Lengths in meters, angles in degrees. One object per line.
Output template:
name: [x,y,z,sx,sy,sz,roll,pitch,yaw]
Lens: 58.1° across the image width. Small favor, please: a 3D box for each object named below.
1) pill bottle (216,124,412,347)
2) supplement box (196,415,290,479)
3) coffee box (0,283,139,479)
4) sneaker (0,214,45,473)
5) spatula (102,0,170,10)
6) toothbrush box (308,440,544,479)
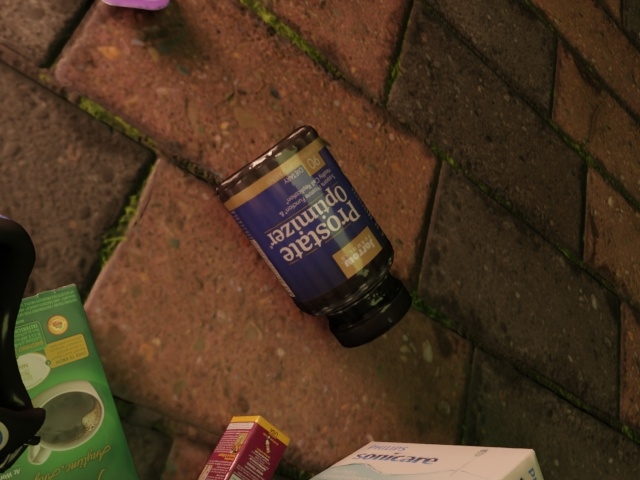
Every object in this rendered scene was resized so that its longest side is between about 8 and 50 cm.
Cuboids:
pill bottle: [0.000,0.000,0.610,0.123,0.123,0.219,-43,103,-38]
supplement box: [-0.074,0.208,0.529,0.043,0.055,0.083,44,55,-18]
coffee box: [-0.222,0.137,0.448,0.113,0.040,0.184,-18,87,-39]
sneaker: [-0.243,0.120,0.298,0.130,0.147,0.329,54,39,-62]
spatula: [-0.230,-0.373,0.613,0.084,0.030,0.296,-10,81,-40]
toothbrush box: [0.033,0.287,0.483,0.296,0.216,0.126,-15,86,-41]
